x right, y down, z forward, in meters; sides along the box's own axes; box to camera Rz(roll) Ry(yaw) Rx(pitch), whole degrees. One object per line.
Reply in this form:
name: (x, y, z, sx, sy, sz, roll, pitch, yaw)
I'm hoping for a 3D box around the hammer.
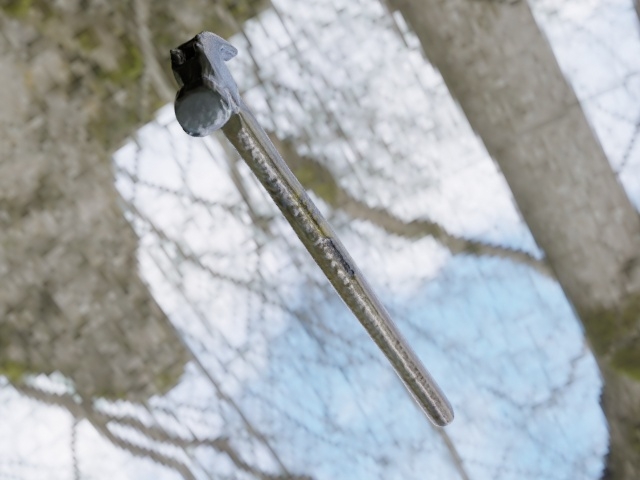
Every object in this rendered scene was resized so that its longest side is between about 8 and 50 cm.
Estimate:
hammer: (0.000, 0.000, 0.685, 0.017, 0.182, 0.062, -28, -147, 11)
